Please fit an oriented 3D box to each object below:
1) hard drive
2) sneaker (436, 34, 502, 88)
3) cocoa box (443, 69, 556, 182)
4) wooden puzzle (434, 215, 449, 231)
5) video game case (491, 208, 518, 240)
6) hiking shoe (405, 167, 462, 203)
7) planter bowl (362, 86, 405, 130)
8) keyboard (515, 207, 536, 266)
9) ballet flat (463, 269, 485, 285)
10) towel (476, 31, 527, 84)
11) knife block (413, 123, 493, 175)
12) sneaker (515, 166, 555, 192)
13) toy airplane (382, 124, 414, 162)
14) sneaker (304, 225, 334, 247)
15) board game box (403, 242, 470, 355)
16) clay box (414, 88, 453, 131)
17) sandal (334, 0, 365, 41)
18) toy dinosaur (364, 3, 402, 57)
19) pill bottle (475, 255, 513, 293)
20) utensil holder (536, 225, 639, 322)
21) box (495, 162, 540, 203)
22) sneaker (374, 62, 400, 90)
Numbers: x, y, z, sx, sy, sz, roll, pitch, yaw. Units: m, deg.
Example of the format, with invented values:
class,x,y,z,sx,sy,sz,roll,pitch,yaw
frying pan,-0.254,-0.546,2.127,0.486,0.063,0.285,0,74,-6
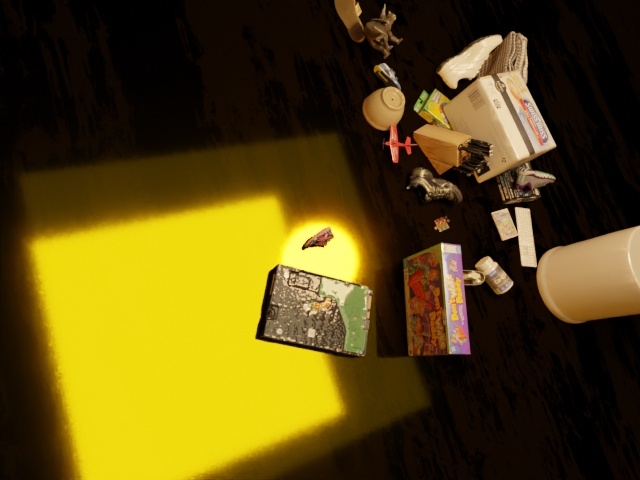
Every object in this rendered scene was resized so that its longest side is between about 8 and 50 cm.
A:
class,x,y,z,sx,sy,sz,roll,pitch,yaw
hard drive,-0.006,0.227,1.417,0.339,0.064,0.236,15,70,-16
sneaker,0.650,-0.773,1.913,0.297,0.111,0.129,-33,105,11
cocoa box,0.697,-0.447,1.744,0.228,0.231,0.347,-20,83,-26
wooden puzzle,0.471,-0.063,1.722,0.083,0.006,0.049,-20,83,-25
video game case,0.762,-0.067,1.836,0.087,0.011,0.122,-15,80,-24
hiking shoe,0.436,-0.184,1.714,0.227,0.086,0.114,27,80,-6
planter bowl,0.258,-0.524,1.718,0.162,0.109,0.162,6,72,-19
keyboard,0.859,-0.015,1.858,0.072,0.014,0.255,7,72,-20
ballet flat,0.516,0.134,1.648,0.213,0.068,0.072,2,74,-21
towel,0.777,-0.724,1.915,0.121,0.235,0.283,15,69,-9
knife block,0.516,-0.367,1.699,0.088,0.242,0.275,-34,88,-27
sneaker,0.892,-0.246,1.864,0.224,0.083,0.098,5,108,-31
toy airplane,0.307,-0.378,1.736,0.151,0.028,0.151,1,87,-20
sneaker,0.000,0.000,1.501,0.119,0.047,0.057,-33,100,-25
board game box,0.378,0.205,1.481,0.078,0.233,0.346,6,72,-20
clay box,0.505,-0.531,1.848,0.222,0.053,0.127,35,65,-10
sandal,0.132,-0.923,1.819,0.079,0.088,0.239,-21,90,-57
toy dinosaur,0.229,-0.818,1.771,0.160,0.121,0.313,44,43,-4
pill bottle,0.663,0.132,1.701,0.137,0.078,0.078,48,64,-2
utensil holder,1.109,0.139,1.706,0.328,0.385,0.327,6,73,-21
box,0.833,-0.272,1.903,0.175,0.051,0.220,-8,78,-24
sneaker,0.283,-0.662,1.800,0.059,0.053,0.144,-40,93,-28
